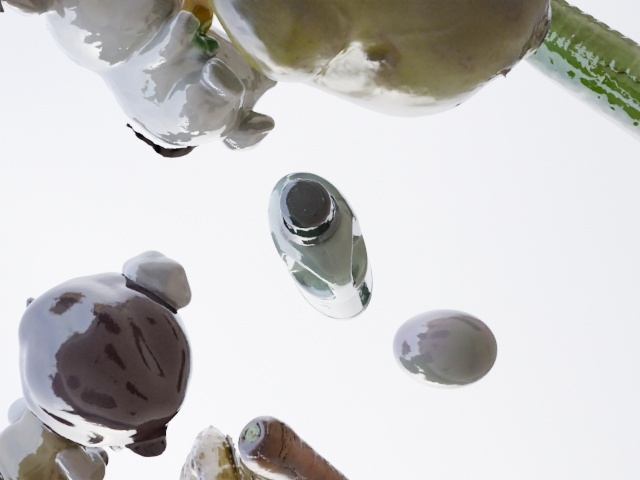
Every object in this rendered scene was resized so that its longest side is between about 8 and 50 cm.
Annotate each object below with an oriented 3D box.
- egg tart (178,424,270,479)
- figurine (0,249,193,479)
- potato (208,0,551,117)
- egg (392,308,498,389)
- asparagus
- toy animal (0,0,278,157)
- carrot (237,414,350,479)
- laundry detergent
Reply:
[{"bbox_3d":[-0.117,0.406,1.470,0.129,0.341,0.341,-2,-89,-17],"label":"egg tart"},{"bbox_3d":[-0.283,0.203,1.348,0.206,0.218,0.365,1,-47,-34],"label":"figurine"},{"bbox_3d":[0.058,-0.227,1.030,0.351,0.218,0.202,6,-136,-30],"label":"potato"},{"bbox_3d":[0.158,0.138,1.408,0.135,0.103,0.103,2,-90,-2],"label":"egg"},{"bbox_3d":[0.359,-0.240,1.474,0.108,0.382,0.128,-52,-24,4],"label":"asparagus"},{"bbox_3d":[-0.189,-0.212,1.096,0.325,0.154,0.208,23,-141,-30],"label":"toy animal"},{"bbox_3d":[-0.021,0.220,1.085,0.161,0.055,0.055,43,-120,-44],"label":"carrot"},{"bbox_3d":[0.000,0.000,0.873,0.225,0.070,0.099,72,179,-75],"label":"laundry detergent"}]
